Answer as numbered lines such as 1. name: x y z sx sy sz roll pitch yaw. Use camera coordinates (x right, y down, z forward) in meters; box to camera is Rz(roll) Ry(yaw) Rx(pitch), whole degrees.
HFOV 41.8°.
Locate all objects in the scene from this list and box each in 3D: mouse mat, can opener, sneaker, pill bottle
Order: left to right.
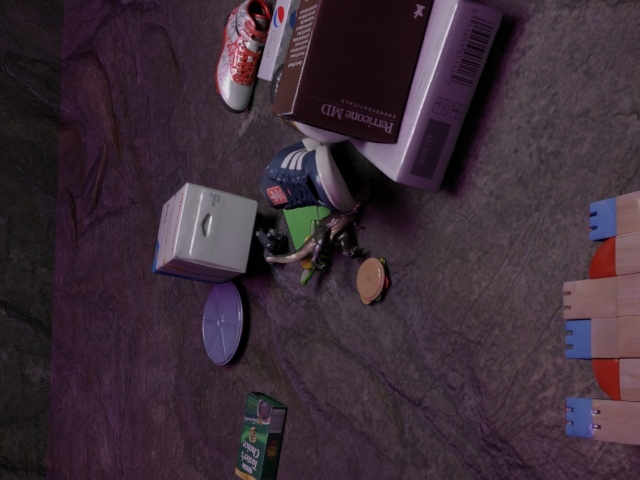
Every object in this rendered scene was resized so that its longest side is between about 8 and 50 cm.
1. sneaker: -0.180 -0.452 2.016 0.145 0.090 0.270 -19 65 56
2. can opener: -0.130 -0.019 1.871 0.073 0.059 0.186 -53 40 15
3. sneaker: -0.035 -0.103 1.570 0.350 0.148 0.131 -119 3 -76
4. mouse mat: -0.035 -0.079 1.790 0.153 0.007 0.190 -51 42 37
5. pill bottle: -0.009 -0.280 1.612 0.278 0.162 0.162 -138 61 -71

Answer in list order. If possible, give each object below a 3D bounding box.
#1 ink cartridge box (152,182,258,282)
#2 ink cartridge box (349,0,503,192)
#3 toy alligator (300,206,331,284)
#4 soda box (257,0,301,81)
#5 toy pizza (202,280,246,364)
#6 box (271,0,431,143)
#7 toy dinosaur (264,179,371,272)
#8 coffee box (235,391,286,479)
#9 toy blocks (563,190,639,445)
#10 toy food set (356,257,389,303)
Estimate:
1. ink cartridge box: -0.265 -0.008 1.896 0.232 0.168 0.171 158 123 -66
2. ink cartridge box: 0.161 -0.286 1.502 0.385 0.091 0.308 -123 48 -67
3. toy alligator: 0.000 0.000 1.683 0.051 0.056 0.190 11 92 15
4. soda box: -0.070 -0.456 1.864 0.069 0.073 0.216 31 109 55
5. toy pizza: -0.226 0.196 1.994 0.201 0.032 0.201 -16 70 55
6. box: 0.065 -0.369 1.398 0.143 0.191 0.382 -150 74 -71
7. toy dinosaur: 0.015 0.000 1.610 0.268 0.064 0.118 -38 50 16
8. coffee box: -0.128 0.427 1.786 0.113 0.040 0.184 14 94 57
9. toy blocks: 0.393 0.091 0.977 0.261 0.190 0.382 163 111 -66
10. toy food set: 0.096 0.073 1.544 0.082 0.020 0.083 -29 59 51
